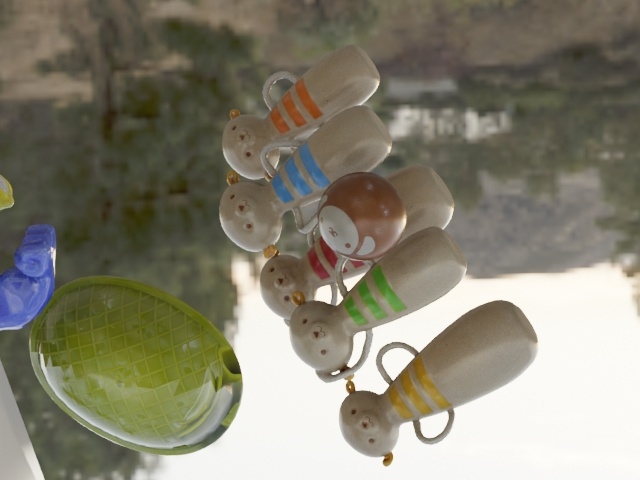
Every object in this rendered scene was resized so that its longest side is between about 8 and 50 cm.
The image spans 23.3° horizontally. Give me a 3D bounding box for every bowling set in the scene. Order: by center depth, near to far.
[{"bbox_3d":[0.000,0.000,1.016,0.154,0.287,0.200,-34,163,15],"label":"bowling set"}]

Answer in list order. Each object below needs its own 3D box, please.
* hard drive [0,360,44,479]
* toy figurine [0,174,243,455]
[{"bbox_3d":[-0.150,0.028,0.521,0.040,0.203,0.307,-21,174,-7],"label":"hard drive"},{"bbox_3d":[-0.224,0.034,0.791,0.362,0.191,0.217,33,173,1],"label":"toy figurine"}]
